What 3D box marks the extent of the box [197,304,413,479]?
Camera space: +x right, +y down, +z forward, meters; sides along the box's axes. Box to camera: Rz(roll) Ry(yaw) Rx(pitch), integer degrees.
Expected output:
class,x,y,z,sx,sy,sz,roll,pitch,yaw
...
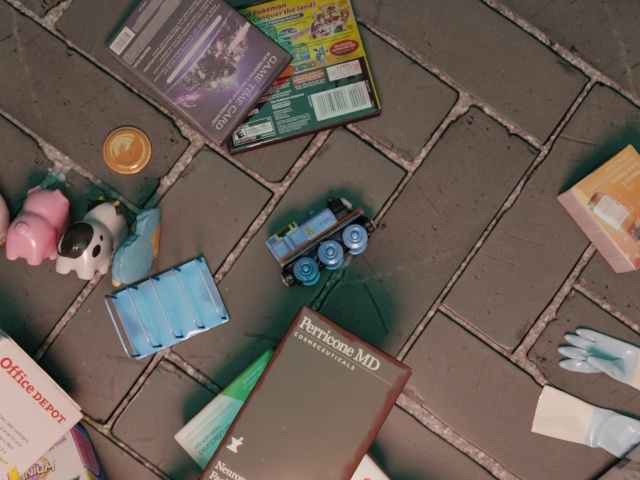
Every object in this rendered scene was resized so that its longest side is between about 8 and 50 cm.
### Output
class,x,y,z,sx,sy,sz,roll,pitch,yaw
box,-0.042,0.304,1.282,0.191,0.143,0.381,30,82,2

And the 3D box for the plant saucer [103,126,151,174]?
class,x,y,z,sx,sy,sz,roll,pitch,yaw
plant saucer,-0.334,-0.155,1.509,0.083,0.013,0.083,0,85,-1

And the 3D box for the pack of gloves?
class,x,y,z,sx,sy,sz,roll,pitch,yaw
pack of gloves,0.493,0.263,1.464,0.232,0.046,0.195,18,83,1

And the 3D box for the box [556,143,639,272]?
class,x,y,z,sx,sy,sz,roll,pitch,yaw
box,0.510,-0.051,1.473,0.130,0.091,0.170,-38,86,-4

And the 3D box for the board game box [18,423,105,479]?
class,x,y,z,sx,sy,sz,roll,pitch,yaw
board game box,-0.425,0.463,1.332,0.242,0.064,0.316,-33,50,-3

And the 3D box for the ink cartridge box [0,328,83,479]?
class,x,y,z,sx,sy,sz,roll,pitch,yaw
ink cartridge box,-0.541,0.287,1.335,0.278,0.117,0.201,-45,127,-19

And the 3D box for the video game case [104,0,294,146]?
class,x,y,z,sx,sy,sz,roll,pitch,yaw
video game case,-0.209,-0.321,1.493,0.274,0.026,0.196,41,95,9

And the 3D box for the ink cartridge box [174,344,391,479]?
class,x,y,z,sx,sy,sz,roll,pitch,yaw
ink cartridge box,-0.056,0.344,1.407,0.211,0.121,0.289,-43,87,-5

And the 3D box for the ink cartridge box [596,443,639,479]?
class,x,y,z,sx,sy,sz,roll,pitch,yaw
ink cartridge box,0.565,0.406,1.353,0.307,0.223,0.129,-38,100,-4

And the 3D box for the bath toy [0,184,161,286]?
class,x,y,z,sx,sy,sz,roll,pitch,yaw
bath toy,-0.441,-0.030,1.435,0.348,0.151,0.129,12,104,8

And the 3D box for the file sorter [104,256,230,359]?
class,x,y,z,sx,sy,sz,roll,pitch,yaw
file sorter,-0.253,0.110,1.437,0.170,0.104,0.118,-23,84,-3

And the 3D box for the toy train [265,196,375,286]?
class,x,y,z,sx,sy,sz,roll,pitch,yaw
toy train,0.000,0.000,1.468,0.184,0.080,0.105,-34,80,-4

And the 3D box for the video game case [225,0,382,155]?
class,x,y,z,sx,sy,sz,roll,pitch,yaw
video game case,-0.058,-0.301,1.518,0.275,0.035,0.248,-15,85,-2
